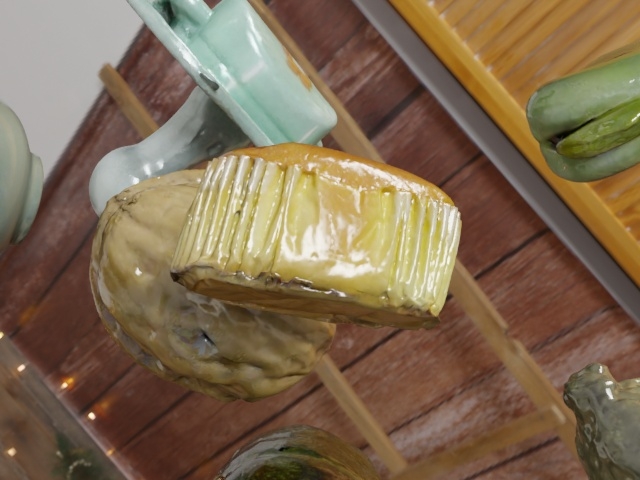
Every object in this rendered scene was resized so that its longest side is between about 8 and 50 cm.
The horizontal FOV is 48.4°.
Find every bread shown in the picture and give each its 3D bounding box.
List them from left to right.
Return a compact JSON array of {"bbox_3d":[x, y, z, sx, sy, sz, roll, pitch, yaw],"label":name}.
[{"bbox_3d":[0.000,0.000,0.500,0.132,0.190,0.114,141,143,-69],"label":"bread"}]

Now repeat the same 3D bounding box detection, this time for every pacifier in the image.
[{"bbox_3d":[-0.136,-0.115,0.768,0.269,0.343,0.288,-38,28,3],"label":"pacifier"}]

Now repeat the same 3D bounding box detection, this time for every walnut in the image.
[{"bbox_3d":[-0.092,0.040,0.643,0.198,0.245,0.198,-51,9,12],"label":"walnut"}]

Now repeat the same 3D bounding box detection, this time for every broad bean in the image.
[{"bbox_3d":[0.295,-0.139,0.658,0.228,0.100,0.169,-41,22,-28],"label":"broad bean"}]

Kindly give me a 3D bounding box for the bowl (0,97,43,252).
[{"bbox_3d":[-0.453,-0.069,0.922,0.146,0.289,0.289,12,-39,-38],"label":"bowl"}]

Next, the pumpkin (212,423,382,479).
[{"bbox_3d":[-0.051,0.333,0.703,0.320,0.192,0.320,-57,2,3],"label":"pumpkin"}]

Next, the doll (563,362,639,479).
[{"bbox_3d":[0.176,0.134,0.258,0.091,0.202,0.286,-48,-13,11],"label":"doll"}]
